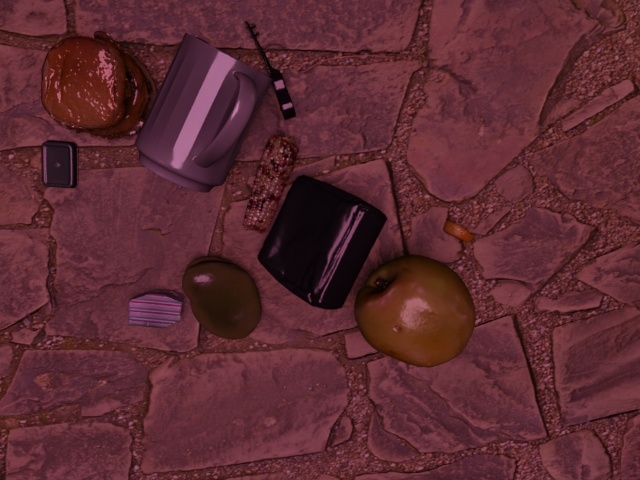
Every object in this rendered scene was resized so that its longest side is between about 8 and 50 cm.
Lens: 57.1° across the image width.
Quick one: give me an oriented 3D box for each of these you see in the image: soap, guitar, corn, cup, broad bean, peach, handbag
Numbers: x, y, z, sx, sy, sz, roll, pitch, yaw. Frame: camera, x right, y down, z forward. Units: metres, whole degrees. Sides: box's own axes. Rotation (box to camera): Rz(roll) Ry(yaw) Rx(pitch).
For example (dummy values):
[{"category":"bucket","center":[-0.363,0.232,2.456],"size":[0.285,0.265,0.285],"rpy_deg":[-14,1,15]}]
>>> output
[{"category":"soap","center":[-0.454,0.188,1.634],"size":[0.149,0.056,0.100],"rpy_deg":[5,103,-3]},{"category":"guitar","center":[-0.128,-0.443,1.520],"size":[0.038,0.084,0.271],"rpy_deg":[-23,95,-4]},{"category":"corn","center":[-0.135,-0.148,1.563],"size":[0.092,0.092,0.280],"rpy_deg":[19,101,-6]},{"category":"cup","center":[-0.270,-0.288,1.414],"size":[0.237,0.323,0.326],"rpy_deg":[20,102,-37]},{"category":"broad bean","center":[-0.268,0.155,1.619],"size":[0.189,0.121,0.263],"rpy_deg":[-30,116,-2]},{"category":"peach","center":[0.253,0.184,1.550],"size":[0.316,0.314,0.281],"rpy_deg":[28,83,-12]},{"category":"handbag","center":[0.003,0.001,1.576],"size":[0.178,0.275,0.301],"rpy_deg":[16,102,-51]}]

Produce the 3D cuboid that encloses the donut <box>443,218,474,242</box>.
[{"category":"donut","center":[0.387,-0.022,1.644],"size":[0.083,0.067,0.037],"rpy_deg":[28,93,-40]}]

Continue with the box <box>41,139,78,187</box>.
[{"category":"box","center":[-0.692,-0.201,1.558],"size":[0.091,0.031,0.126],"rpy_deg":[5,102,-3]}]

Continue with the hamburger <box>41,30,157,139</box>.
[{"category":"hamburger","center":[-0.539,-0.362,1.442],"size":[0.245,0.211,0.260],"rpy_deg":[-44,97,10]}]
